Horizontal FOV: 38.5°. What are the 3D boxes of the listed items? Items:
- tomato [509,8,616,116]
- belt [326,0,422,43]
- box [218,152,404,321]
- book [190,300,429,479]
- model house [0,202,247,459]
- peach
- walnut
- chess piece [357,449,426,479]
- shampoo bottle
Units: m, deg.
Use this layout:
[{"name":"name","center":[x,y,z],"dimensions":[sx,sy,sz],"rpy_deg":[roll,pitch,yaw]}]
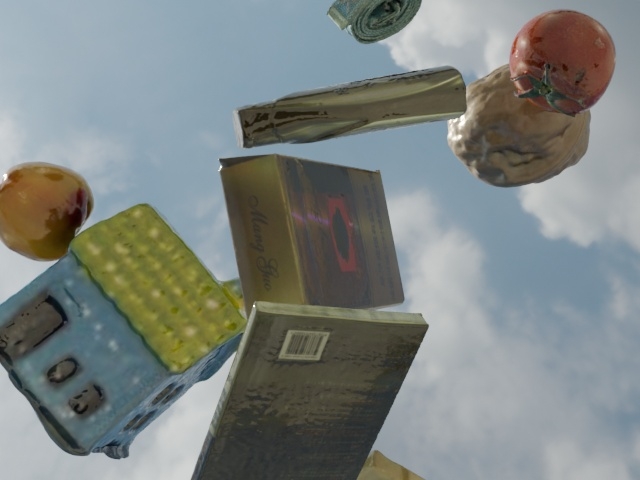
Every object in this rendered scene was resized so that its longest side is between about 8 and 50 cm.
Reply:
[{"name":"tomato","center":[0.382,-0.284,1.447],"dimensions":[0.167,0.167,0.167],"rpy_deg":[12,-126,-18]},{"name":"belt","center":[0.118,-0.461,1.798],"dimensions":[0.148,0.163,0.082],"rpy_deg":[22,-153,-50]},{"name":"box","center":[0.000,0.000,0.900],"dimensions":[0.240,0.071,0.159],"rpy_deg":[1,-101,-64]},{"name":"book","center":[-0.016,0.153,0.794],"dimensions":[0.160,0.228,0.024],"rpy_deg":[6,-149,-27]},{"name":"model house","center":[-0.248,0.113,1.223],"dimensions":[0.303,0.215,0.237],"rpy_deg":[-40,-102,-7]},{"name":"peach","center":[-0.380,-0.043,1.245],"dimensions":[0.138,0.138,0.138],"rpy_deg":[12,-126,-18]},{"name":"walnut","center":[0.380,-0.217,1.738],"dimensions":[0.273,0.273,0.227],"rpy_deg":[27,-136,-6]},{"name":"chess piece","center":[0.033,0.311,1.065],"dimensions":[0.090,0.200,0.090],"rpy_deg":[31,-144,-27]},{"name":"shampoo bottle","center":[0.042,-0.199,1.400],"dimensions":[0.350,0.125,0.084],"rpy_deg":[-11,-74,-10]}]
